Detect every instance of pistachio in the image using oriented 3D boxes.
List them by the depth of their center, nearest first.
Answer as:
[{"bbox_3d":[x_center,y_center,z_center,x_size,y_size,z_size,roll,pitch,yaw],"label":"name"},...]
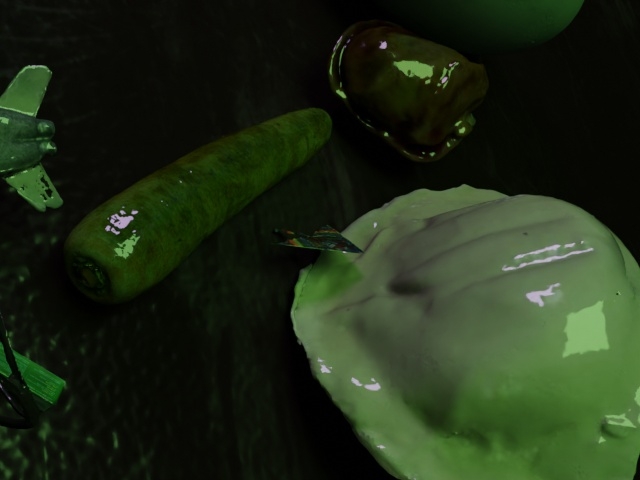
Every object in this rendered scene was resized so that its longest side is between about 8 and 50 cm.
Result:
[{"bbox_3d":[0.096,-0.169,0.915,0.210,0.130,0.165,9,63,-31],"label":"pistachio"}]

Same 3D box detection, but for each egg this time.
[{"bbox_3d":[0.172,-0.382,1.003,0.389,0.276,0.276,30,48,-33],"label":"egg"}]

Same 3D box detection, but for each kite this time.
[{"bbox_3d":[0.000,0.000,0.768,0.090,0.004,0.122,16,15,16],"label":"kite"}]

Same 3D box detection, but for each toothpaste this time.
[{"bbox_3d":[-0.210,0.083,0.547,0.083,0.017,0.020,38,42,-21],"label":"toothpaste"}]

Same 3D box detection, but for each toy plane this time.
[{"bbox_3d":[-0.288,-0.053,0.506,0.262,0.088,0.192,-13,103,-43],"label":"toy plane"}]

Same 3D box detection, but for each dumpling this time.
[{"bbox_3d":[0.133,0.062,0.746,0.315,0.233,0.395,12,43,-1],"label":"dumpling"}]

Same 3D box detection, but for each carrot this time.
[{"bbox_3d":[-0.080,-0.054,0.717,0.074,0.074,0.358,54,40,-5],"label":"carrot"}]

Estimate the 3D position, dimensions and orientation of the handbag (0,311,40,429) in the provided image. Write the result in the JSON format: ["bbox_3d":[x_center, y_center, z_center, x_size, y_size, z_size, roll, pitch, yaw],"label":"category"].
[{"bbox_3d":[-0.206,0.055,0.468,0.139,0.115,0.072,39,46,9],"label":"handbag"}]
